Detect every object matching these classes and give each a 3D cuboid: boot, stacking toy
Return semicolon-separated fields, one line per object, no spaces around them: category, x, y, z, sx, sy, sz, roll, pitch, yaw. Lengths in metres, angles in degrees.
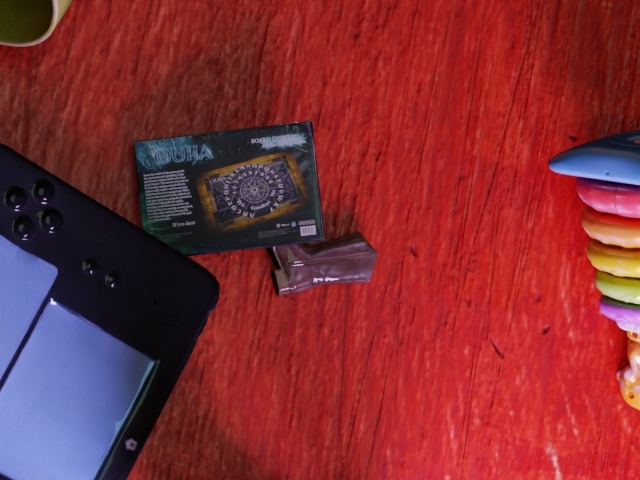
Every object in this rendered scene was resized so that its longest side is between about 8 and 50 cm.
boot;0.000;0.000;1.836;0.114;0.037;0.106;-11;97;-14
stacking toy;0.353;0.039;1.876;0.166;0.175;0.302;-15;109;-45

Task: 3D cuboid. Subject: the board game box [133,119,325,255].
board game box;-0.094;-0.051;1.792;0.186;0.026;0.126;-6;88;3

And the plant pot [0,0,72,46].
plant pot;-0.282;-0.388;1.693;0.275;0.275;0.293;41;63;-9

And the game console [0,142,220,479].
game console;-0.312;0.126;1.680;0.342;0.060;0.386;32;76;-19
